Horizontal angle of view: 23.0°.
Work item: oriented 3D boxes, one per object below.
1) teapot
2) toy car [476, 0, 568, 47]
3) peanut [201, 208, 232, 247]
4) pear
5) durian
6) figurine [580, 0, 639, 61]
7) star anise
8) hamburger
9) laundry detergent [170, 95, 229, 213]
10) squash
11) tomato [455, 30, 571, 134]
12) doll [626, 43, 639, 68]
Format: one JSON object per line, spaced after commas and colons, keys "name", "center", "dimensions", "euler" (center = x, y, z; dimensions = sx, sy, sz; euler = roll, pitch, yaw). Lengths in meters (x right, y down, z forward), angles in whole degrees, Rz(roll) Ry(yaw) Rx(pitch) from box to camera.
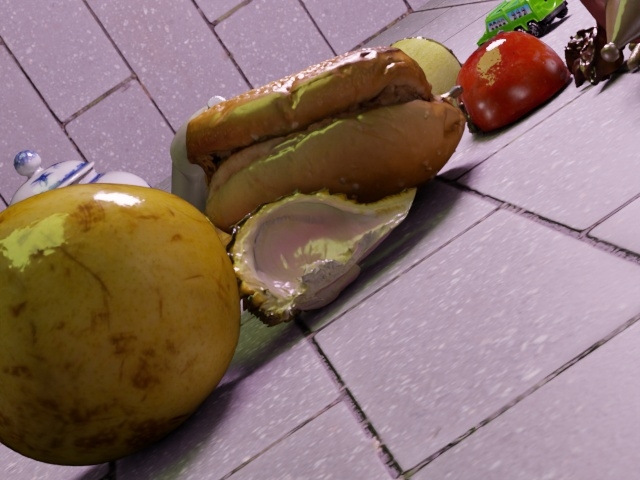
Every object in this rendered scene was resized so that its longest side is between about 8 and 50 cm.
{"name": "teapot", "center": [-0.357, -0.016, 2.303], "dimensions": [0.252, 0.280, 0.424], "euler": [-35, 11, 1]}
{"name": "toy car", "center": [0.294, -0.329, 2.346], "dimensions": [0.071, 0.062, 0.165], "euler": [-40, 11, -30]}
{"name": "peanut", "center": [-0.080, -0.047, 2.124], "dimensions": [0.206, 0.087, 0.087], "euler": [-35, 10, -1]}
{"name": "pear", "center": [-0.210, 0.075, 1.459], "dimensions": [0.280, 0.281, 0.281], "euler": [-33, 10, 6]}
{"name": "durian", "center": [0.004, 0.011, 1.572], "dimensions": [0.224, 0.078, 0.140], "euler": [-25, 51, -15]}
{"name": "figurine", "center": [0.360, -0.303, 1.614], "dimensions": [0.387, 0.207, 0.166], "euler": [-41, -22, -38]}
{"name": "star anise", "center": [0.295, -0.252, 1.736], "dimensions": [0.140, 0.144, 0.158], "euler": [-48, 7, 16]}
{"name": "hamburger", "center": [0.012, -0.100, 1.728], "dimensions": [0.314, 0.170, 0.290], "euler": [-20, -3, 8]}
{"name": "laundry detergent", "center": [-0.126, -0.108, 2.166], "dimensions": [0.181, 0.091, 0.253], "euler": [-25, -34, -15]}
{"name": "squash", "center": [0.088, -0.157, 2.008], "dimensions": [0.132, 0.132, 0.247], "euler": [-26, 14, 37]}
{"name": "tomato", "center": [0.216, -0.196, 1.870], "dimensions": [0.139, 0.091, 0.159], "euler": [-33, 7, 0]}
{"name": "doll", "center": [0.364, -0.218, 1.688], "dimensions": [0.061, 0.051, 0.093], "euler": [-18, 47, 47]}
